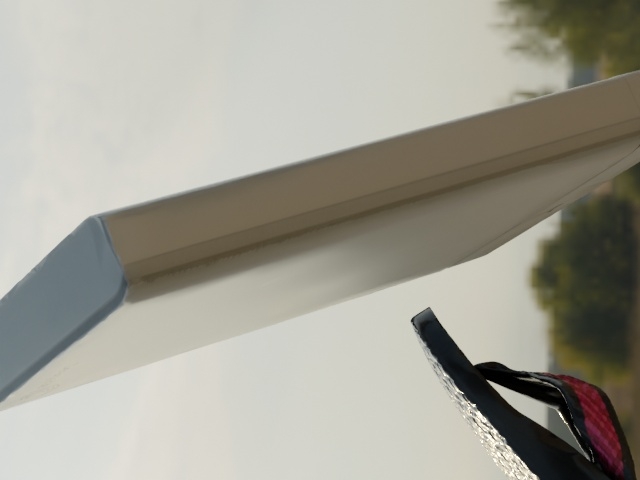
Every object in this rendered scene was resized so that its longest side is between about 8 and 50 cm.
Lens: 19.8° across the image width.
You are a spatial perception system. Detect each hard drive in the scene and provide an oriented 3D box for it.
[{"bbox_3d":[0.000,0.000,0.988,0.233,0.353,0.047,-36,73,56],"label":"hard drive"}]

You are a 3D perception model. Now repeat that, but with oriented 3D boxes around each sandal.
[{"bbox_3d":[0.095,0.080,0.632,0.179,0.040,0.067,43,171,38],"label":"sandal"}]
